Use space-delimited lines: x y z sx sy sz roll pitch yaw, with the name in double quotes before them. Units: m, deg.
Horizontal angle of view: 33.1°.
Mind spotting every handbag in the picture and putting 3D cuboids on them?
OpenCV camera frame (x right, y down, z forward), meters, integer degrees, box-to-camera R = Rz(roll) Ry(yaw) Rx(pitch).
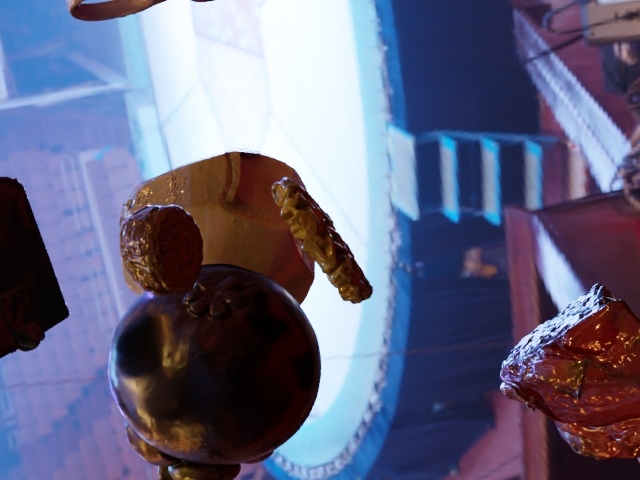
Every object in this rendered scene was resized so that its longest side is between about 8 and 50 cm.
"handbag" -0.484 0.070 1.366 0.089 0.326 0.238 -6 109 40

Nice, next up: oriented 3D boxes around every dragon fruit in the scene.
"dragon fruit" 0.424 0.250 1.552 0.329 0.228 0.286 54 -176 3

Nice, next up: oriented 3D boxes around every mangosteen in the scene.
"mangosteen" -0.133 0.188 1.486 0.313 0.297 0.297 63 170 -27

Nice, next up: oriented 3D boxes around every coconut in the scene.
"coconut" -0.169 0.007 1.797 0.352 0.353 0.352 168 90 -72

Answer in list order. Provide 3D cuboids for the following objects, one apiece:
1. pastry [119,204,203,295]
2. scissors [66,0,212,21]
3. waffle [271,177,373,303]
"pastry" -0.166 0.009 1.142 0.057 0.109 0.097 -10 122 32
"scissors" -0.099 -0.233 0.948 0.118 0.242 0.030 -30 73 61
"waffle" 0.003 -0.003 1.395 0.194 0.051 0.149 52 -175 7
